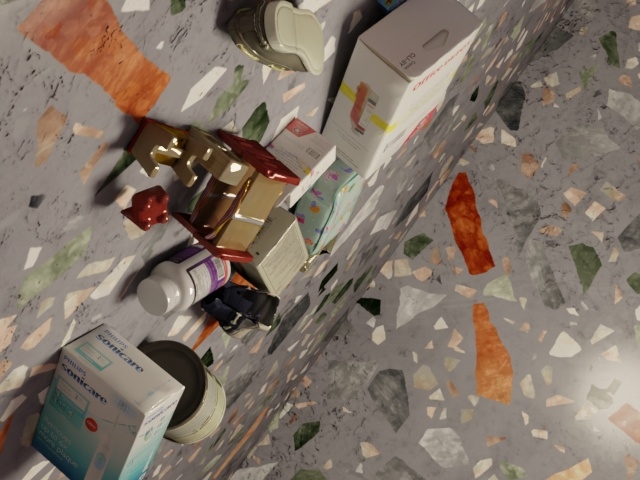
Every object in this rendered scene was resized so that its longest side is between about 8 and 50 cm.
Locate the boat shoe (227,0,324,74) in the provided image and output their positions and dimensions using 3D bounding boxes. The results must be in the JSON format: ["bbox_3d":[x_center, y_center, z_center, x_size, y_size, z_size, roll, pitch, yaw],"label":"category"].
[{"bbox_3d":[-0.066,-0.349,1.500,0.305,0.091,0.109,-6,94,-73],"label":"boat shoe"}]

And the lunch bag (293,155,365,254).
[{"bbox_3d":[0.024,-0.107,2.288,0.224,0.108,0.279,-48,167,-44],"label":"lunch bag"}]

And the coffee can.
[{"bbox_3d":[-0.341,0.363,2.030,0.201,0.201,0.275,-50,165,-13],"label":"coffee can"}]

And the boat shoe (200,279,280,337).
[{"bbox_3d":[-0.227,0.155,2.124,0.340,0.158,0.127,-24,-135,64],"label":"boat shoe"}]

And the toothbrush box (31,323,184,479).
[{"bbox_3d":[-0.425,0.349,1.712,0.126,0.216,0.295,-32,155,-56],"label":"toothbrush box"}]

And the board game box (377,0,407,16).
[{"bbox_3d":[0.220,-0.580,1.914,0.211,0.039,0.160,-48,169,8],"label":"board game box"}]

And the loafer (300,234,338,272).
[{"bbox_3d":[0.000,0.000,2.454,0.251,0.087,0.094,-42,-172,-22],"label":"loafer"}]

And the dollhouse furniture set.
[{"bbox_3d":[-0.227,-0.098,1.537,0.374,0.152,0.201,13,114,-56],"label":"dollhouse furniture set"}]

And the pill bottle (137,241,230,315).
[{"bbox_3d":[-0.281,0.080,1.766,0.193,0.108,0.108,-33,155,-53],"label":"pill bottle"}]

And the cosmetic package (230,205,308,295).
[{"bbox_3d":[-0.132,0.016,2.043,0.153,0.129,0.296,-52,165,-13],"label":"cosmetic package"}]

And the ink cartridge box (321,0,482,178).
[{"bbox_3d":[0.178,-0.363,1.995,0.279,0.160,0.384,-42,169,-29],"label":"ink cartridge box"}]

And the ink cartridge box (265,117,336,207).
[{"bbox_3d":[-0.071,-0.156,1.869,0.198,0.115,0.067,-47,164,-20],"label":"ink cartridge box"}]
